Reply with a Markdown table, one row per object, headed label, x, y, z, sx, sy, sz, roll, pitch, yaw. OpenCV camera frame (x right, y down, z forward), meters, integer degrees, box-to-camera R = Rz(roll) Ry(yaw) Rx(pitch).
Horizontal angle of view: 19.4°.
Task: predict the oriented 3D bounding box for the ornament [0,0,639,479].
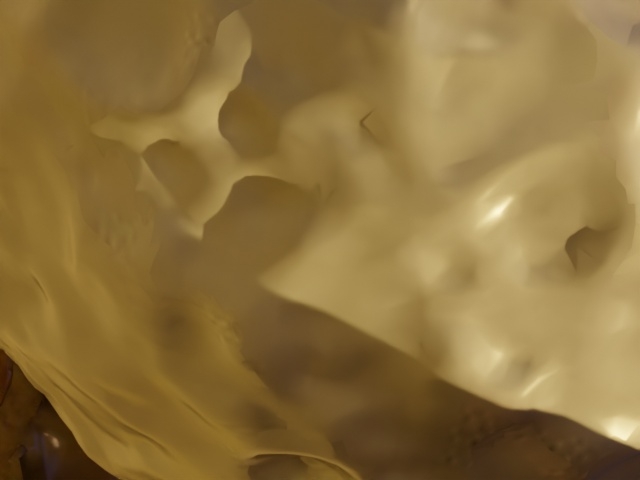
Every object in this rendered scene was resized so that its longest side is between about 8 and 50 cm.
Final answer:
| label | x | y | z | sx | sy | sz | roll | pitch | yaw |
| --- | --- | --- | --- | --- | --- | --- | --- | --- | --- |
| ornament | 0.035 | -0.058 | 0.560 | 0.337 | 0.337 | 0.337 | 53 | -12 | 16 |

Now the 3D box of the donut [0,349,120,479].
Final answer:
| label | x | y | z | sx | sy | sz | roll | pitch | yaw |
| --- | --- | --- | --- | --- | --- | --- | --- | --- | --- |
| donut | -0.086 | 0.116 | 0.894 | 0.360 | 0.360 | 0.170 | 49 | 2 | 34 |
